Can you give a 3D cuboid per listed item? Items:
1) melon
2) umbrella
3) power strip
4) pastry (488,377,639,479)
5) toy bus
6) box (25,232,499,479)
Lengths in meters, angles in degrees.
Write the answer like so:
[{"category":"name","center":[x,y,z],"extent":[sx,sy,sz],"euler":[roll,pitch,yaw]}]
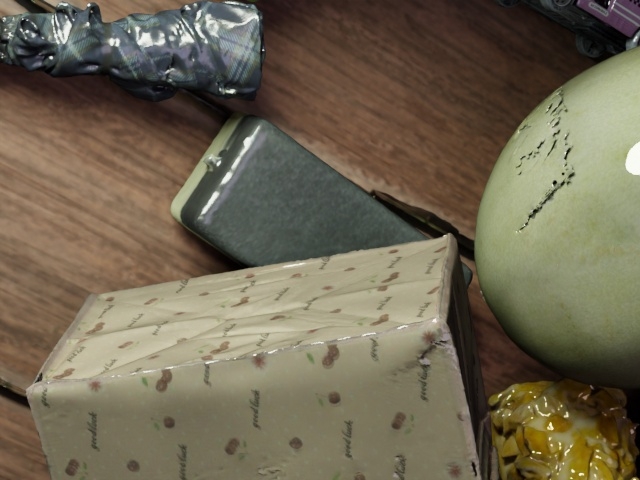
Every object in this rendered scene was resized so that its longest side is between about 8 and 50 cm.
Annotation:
[{"category":"melon","center":[0.264,-0.018,1.411],"extent":[0.268,0.330,0.268],"euler":[30,44,-34]},{"category":"umbrella","center":[-0.154,-0.142,1.307],"extent":[0.224,0.071,0.080],"euler":[0,110,-16]},{"category":"power strip","center":[0.000,0.000,1.412],"extent":[0.257,0.070,0.105],"euler":[36,82,-29]},{"category":"pastry","center":[0.224,0.234,1.487],"extent":[0.154,0.250,0.102],"euler":[0,144,-9]},{"category":"toy bus","center":[0.226,-0.215,1.465],"extent":[0.178,0.087,0.098],"euler":[24,88,-31]},{"category":"box","center":[-0.032,0.130,1.275],"extent":[0.297,0.225,0.190],"euler":[-11,104,9]}]
